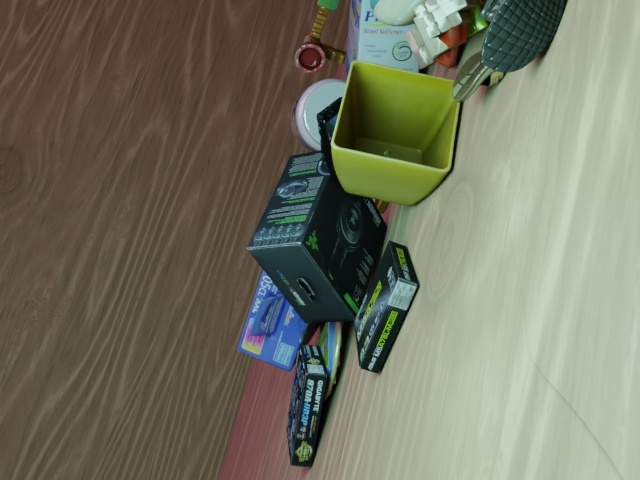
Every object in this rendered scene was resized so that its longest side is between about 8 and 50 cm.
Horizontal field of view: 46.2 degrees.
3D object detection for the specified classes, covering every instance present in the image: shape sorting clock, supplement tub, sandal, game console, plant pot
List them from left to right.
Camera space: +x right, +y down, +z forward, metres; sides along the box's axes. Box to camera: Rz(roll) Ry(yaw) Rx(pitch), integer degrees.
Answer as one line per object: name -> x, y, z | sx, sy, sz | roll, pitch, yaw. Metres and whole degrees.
supplement tub -> 0.031, -0.394, 2.411 | 0.325, 0.236, 0.235 | -136, 65, -81
shape sorting clock -> 0.024, 0.259, 1.695 | 0.206, 0.040, 0.206 | -174, 90, -81
game console -> 0.035, -0.191, 1.432 | 0.107, 0.071, 0.122 | -41, -33, -26
plant pot -> 0.133, -0.183, 1.427 | 0.187, 0.212, 0.212 | 100, -177, -60
sandal -> 0.278, -0.284, 1.204 | 0.180, 0.049, 0.072 | -47, 28, 37

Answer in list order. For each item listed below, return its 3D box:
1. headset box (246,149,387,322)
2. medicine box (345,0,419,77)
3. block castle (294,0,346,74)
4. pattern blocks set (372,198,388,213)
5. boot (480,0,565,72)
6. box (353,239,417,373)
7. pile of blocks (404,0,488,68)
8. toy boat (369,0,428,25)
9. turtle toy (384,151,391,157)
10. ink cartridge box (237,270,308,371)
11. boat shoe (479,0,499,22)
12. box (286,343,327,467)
headset box -> 0.000, 0.000, 1.530 | 0.131, 0.246, 0.283 | -6, 45, 32
medicine box -> 0.151, -0.498, 1.807 | 0.263, 0.149, 0.289 | -95, 7, -56
block castle -> 0.135, -0.635, 2.013 | 0.212, 0.303, 0.453 | -87, 16, -59
pattern blocks set -> 0.122, -0.081, 1.851 | 0.285, 0.026, 0.324 | 126, 161, -65
boot -> 0.299, -0.352, 1.101 | 0.246, 0.084, 0.161 | -62, 8, 5
box -> 0.116, 0.119, 1.380 | 0.184, 0.045, 0.190 | -96, 25, -68
pile of blocks -> 0.260, -0.405, 1.460 | 0.149, 0.112, 0.362 | -26, 4, 4
toy boat -> 0.226, -0.564, 1.475 | 0.318, 0.148, 0.267 | -41, -1, 30
turtle toy -> 0.155, -0.177, 1.689 | 0.095, 0.066, 0.130 | 68, -143, -65
ink cartridge box -> -0.066, 0.138, 1.853 | 0.395, 0.151, 0.269 | -53, -18, -72
boat shoe -> 0.314, -0.445, 1.282 | 0.056, 0.049, 0.152 | 163, 125, -81
box -> -0.034, 0.364, 1.674 | 0.175, 0.051, 0.220 | -116, 34, -76
